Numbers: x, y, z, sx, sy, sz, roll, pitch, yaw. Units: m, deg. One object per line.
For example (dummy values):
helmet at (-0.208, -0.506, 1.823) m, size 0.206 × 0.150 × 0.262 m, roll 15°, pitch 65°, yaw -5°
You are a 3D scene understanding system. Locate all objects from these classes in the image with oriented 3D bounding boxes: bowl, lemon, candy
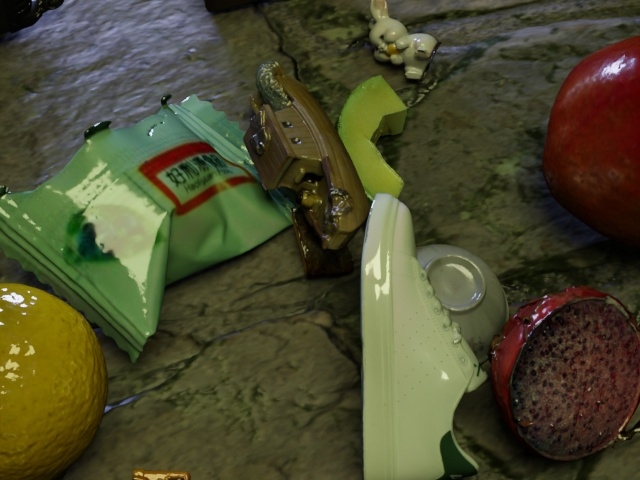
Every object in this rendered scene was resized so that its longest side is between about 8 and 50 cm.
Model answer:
bowl at (0.168, 0.072, 1.420) m, size 0.189 × 0.086 × 0.189 m, roll 3°, pitch 63°, yaw -6°
lemon at (-0.351, 0.160, 1.210) m, size 0.228 × 0.253 × 0.228 m, roll 4°, pitch 49°, yaw -5°
candy at (-0.198, -0.048, 1.415) m, size 0.263 × 0.172 × 0.398 m, roll 47°, pitch 45°, yaw 4°

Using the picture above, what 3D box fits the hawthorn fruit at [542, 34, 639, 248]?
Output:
hawthorn fruit at (0.442, -0.144, 1.451) m, size 0.295 × 0.311 × 0.295 m, roll 2°, pitch 50°, yaw -2°

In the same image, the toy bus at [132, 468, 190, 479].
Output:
toy bus at (-0.185, 0.362, 1.221) m, size 0.088 × 0.083 × 0.194 m, roll 1°, pitch 62°, yaw -8°

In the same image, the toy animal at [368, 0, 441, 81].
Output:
toy animal at (0.116, -0.300, 1.615) m, size 0.124 × 0.071 × 0.085 m, roll 25°, pitch 63°, yaw 6°

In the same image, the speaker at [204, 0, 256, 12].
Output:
speaker at (-0.084, -0.470, 1.614) m, size 0.231 × 0.192 × 0.153 m, roll -17°, pitch 67°, yaw -11°

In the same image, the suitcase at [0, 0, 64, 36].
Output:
suitcase at (-0.606, -0.361, 1.484) m, size 0.434 × 0.194 × 0.283 m, roll -30°, pitch 70°, yaw -19°

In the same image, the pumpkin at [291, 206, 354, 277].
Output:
pumpkin at (-0.001, 0.002, 1.460) m, size 0.073 × 0.035 × 0.101 m, roll -8°, pitch 85°, yaw -26°

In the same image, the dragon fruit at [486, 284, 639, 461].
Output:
dragon fruit at (0.290, 0.155, 1.368) m, size 0.224 × 0.148 × 0.218 m, roll -4°, pitch 103°, yaw -26°

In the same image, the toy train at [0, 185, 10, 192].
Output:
toy train at (-0.515, -0.069, 1.425) m, size 0.207 × 0.043 × 0.047 m, roll 12°, pitch 59°, yaw -1°

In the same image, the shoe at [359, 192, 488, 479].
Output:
shoe at (0.127, 0.121, 1.315) m, size 0.160 × 0.132 × 0.363 m, roll 1°, pitch 84°, yaw 0°

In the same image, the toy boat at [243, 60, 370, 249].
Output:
toy boat at (-0.029, -0.114, 1.438) m, size 0.121 × 0.089 × 0.321 m, roll 9°, pitch 41°, yaw -35°

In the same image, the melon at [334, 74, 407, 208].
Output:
melon at (0.069, -0.134, 1.519) m, size 0.118 × 0.064 × 0.209 m, roll 24°, pitch 59°, yaw -9°
